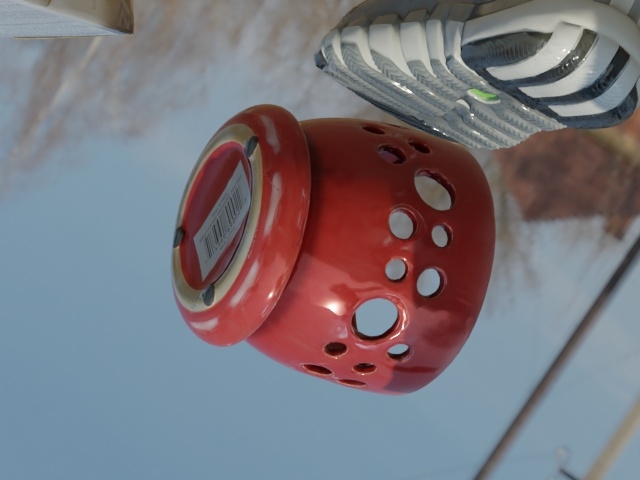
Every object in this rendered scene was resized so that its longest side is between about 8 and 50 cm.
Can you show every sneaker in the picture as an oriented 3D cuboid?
[{"bbox_3d":[0.085,-0.113,0.680,0.086,0.132,0.229,29,172,-23],"label":"sneaker"}]

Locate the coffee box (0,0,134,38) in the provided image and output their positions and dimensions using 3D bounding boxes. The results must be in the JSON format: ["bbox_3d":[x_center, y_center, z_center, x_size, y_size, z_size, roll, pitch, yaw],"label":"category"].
[{"bbox_3d":[-0.152,-0.162,0.689,0.098,0.141,0.246,-1,-176,5],"label":"coffee box"}]

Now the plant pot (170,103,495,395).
[{"bbox_3d":[0.000,0.000,1.144,0.174,0.191,0.191,16,-162,-27],"label":"plant pot"}]
